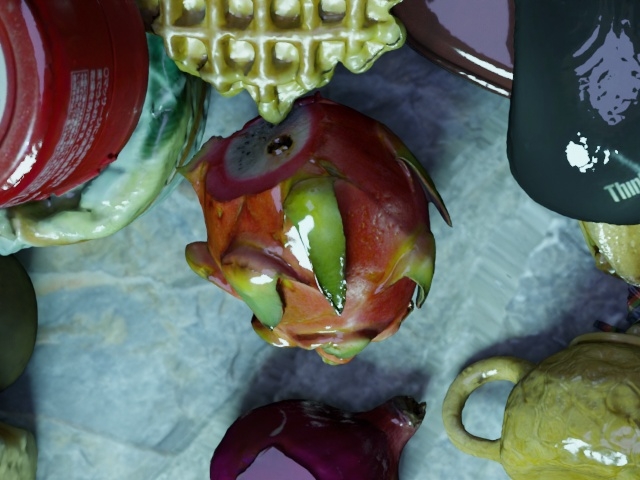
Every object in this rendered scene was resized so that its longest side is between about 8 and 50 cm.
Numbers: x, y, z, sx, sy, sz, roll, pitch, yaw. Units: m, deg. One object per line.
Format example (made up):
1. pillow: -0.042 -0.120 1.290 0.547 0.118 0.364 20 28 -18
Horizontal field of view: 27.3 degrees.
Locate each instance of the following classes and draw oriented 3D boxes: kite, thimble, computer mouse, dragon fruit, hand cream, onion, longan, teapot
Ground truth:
1. kite: 0.297 0.092 1.225 0.090 0.004 0.122 13 98 6
2. thimble: -0.232 -0.130 1.174 0.254 0.167 0.288 13 97 5
3. computer mouse: 0.236 -0.143 1.049 0.170 0.100 0.269 2 97 2
4. dragon fruit: 0.000 -0.004 1.137 0.224 0.224 0.227 -34 116 9
5. hand cream: -0.257 -0.132 0.998 0.230 0.149 0.230 5 105 18
6. onion: 0.012 0.220 1.213 0.218 0.140 0.195 -36 85 5
7. longan: -0.346 0.065 1.206 0.187 0.167 0.167 33 100 32
8. teapot: 0.255 0.148 1.162 0.311 0.203 0.167 3 63 33

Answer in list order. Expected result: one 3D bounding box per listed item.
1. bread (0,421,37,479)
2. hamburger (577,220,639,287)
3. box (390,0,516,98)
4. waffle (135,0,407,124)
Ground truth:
1. bread: -0.453 0.257 1.128 0.389 0.371 0.279 11 87 8
2. hamburger: 0.324 -0.045 1.155 0.213 0.108 0.214 1 97 7
3. box: 0.214 -0.321 1.133 0.263 0.108 0.404 26 99 2
4. waffle: -0.041 -0.219 1.023 0.243 0.059 0.238 42 118 -11
